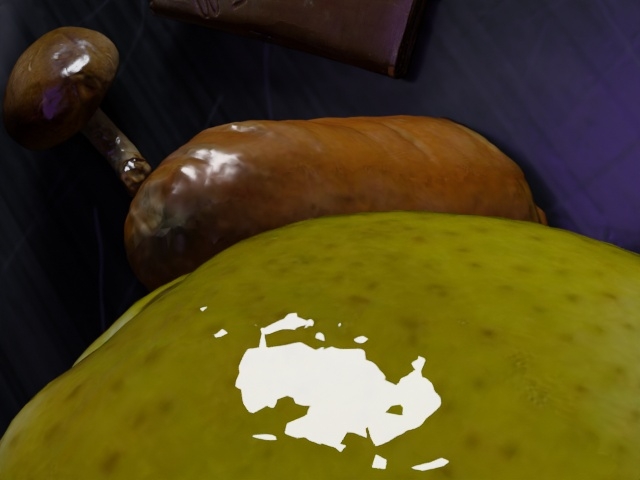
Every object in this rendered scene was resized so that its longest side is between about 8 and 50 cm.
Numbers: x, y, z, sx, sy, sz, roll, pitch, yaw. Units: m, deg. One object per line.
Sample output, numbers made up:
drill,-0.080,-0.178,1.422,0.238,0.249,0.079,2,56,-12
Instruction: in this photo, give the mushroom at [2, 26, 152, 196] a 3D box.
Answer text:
mushroom,-0.152,-0.083,0.796,0.088,0.073,0.129,-43,69,-5

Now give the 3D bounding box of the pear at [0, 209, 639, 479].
pear,0.061,0.181,0.454,0.418,0.362,0.362,43,111,3

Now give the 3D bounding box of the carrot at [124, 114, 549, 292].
carrot,0.000,0.000,0.626,0.159,0.225,0.159,-4,83,33

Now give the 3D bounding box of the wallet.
wallet,-0.019,-0.159,0.744,0.176,0.026,0.095,20,98,28
